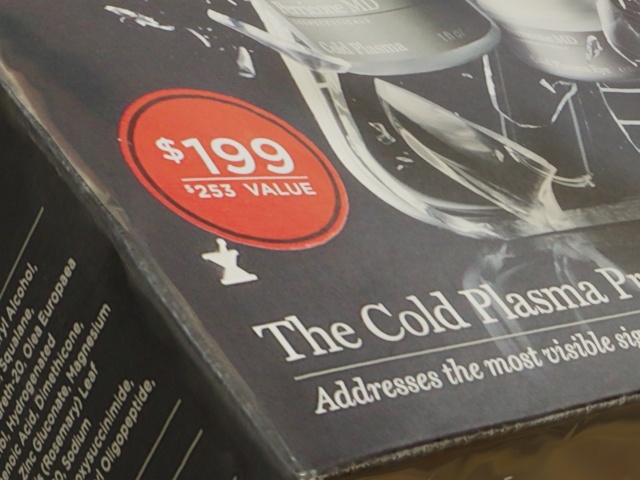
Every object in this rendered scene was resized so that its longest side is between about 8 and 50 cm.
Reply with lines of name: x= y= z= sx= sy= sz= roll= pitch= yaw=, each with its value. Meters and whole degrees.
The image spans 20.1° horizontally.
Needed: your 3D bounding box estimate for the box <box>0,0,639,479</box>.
box: x=0.000 y=0.000 z=0.642 sx=0.312 sy=0.343 sz=0.179 roll=49 pitch=-52 yaw=31
